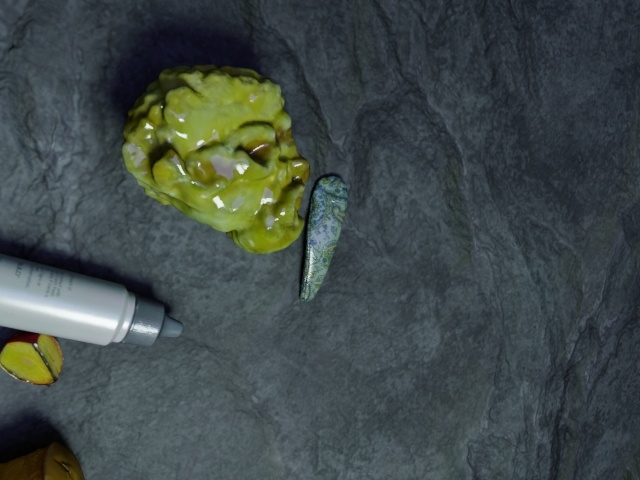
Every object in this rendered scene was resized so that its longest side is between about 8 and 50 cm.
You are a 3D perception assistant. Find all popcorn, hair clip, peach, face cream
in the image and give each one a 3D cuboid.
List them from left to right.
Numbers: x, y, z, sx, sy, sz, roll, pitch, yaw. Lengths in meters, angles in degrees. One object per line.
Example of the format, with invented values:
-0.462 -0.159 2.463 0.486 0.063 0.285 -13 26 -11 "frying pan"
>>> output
-0.391 0.157 0.733 0.083 0.050 0.077 34 110 -20 "peach"
-0.336 0.089 0.726 0.312 0.092 0.092 19 91 -29 "face cream"
-0.124 -0.127 0.750 0.286 0.174 0.225 33 77 -30 "popcorn"
0.001 0.000 0.920 0.066 0.036 0.228 10 96 -23 "hair clip"

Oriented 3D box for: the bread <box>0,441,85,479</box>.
-0.381 0.412 0.717 0.143 0.195 0.269 -7 101 -17 "bread"
